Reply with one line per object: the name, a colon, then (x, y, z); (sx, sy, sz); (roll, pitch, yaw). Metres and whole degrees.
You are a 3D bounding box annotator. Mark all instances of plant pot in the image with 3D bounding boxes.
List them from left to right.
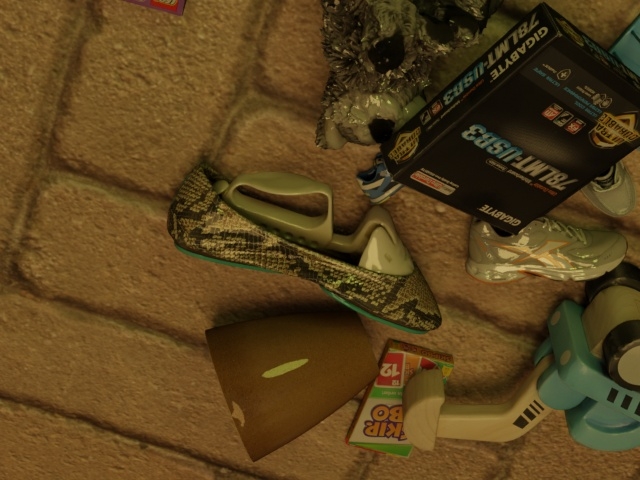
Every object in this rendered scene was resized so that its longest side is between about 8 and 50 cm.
plant pot: (-0.037, 0.220, 1.676); (0.254, 0.237, 0.237); (-20, 119, -3)

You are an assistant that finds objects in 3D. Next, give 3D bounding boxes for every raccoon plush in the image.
raccoon plush: (0.052, -0.342, 1.392); (0.216, 0.446, 0.299); (-13, 166, -28)

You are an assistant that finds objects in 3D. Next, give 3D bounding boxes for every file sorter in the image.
file sorter: (0.482, -0.234, 1.453); (0.118, 0.104, 0.170); (30, 116, -17)

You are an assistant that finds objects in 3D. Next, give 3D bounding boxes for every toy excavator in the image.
toy excavator: (0.415, 0.256, 1.682); (0.433, 0.222, 0.445); (26, 120, -13)

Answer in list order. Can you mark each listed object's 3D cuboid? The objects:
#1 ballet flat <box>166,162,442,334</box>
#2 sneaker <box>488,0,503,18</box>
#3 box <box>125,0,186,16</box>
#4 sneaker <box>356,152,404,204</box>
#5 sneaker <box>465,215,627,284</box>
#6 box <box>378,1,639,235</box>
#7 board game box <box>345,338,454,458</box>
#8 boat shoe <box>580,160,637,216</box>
ballet flat: (0.000, 0.000, 1.573); (0.483, 0.164, 0.182); (20, 114, -7)
sneaker: (0.214, -0.444, 1.345); (0.130, 0.109, 0.286); (6, 111, 5)
box: (-0.311, -0.424, 1.329); (0.293, 0.057, 0.201); (14, 149, -7)
sneaker: (0.119, -0.117, 1.557); (0.144, 0.053, 0.059); (-39, 111, 20)
sneaker: (0.366, -0.002, 1.600); (0.263, 0.099, 0.121); (-5, 116, 3)
box: (0.283, -0.148, 1.350); (0.296, 0.073, 0.293); (22, 128, -41)
board game box: (0.141, 0.303, 1.818); (0.124, 0.039, 0.259); (16, 122, -8)
boat shoe: (0.429, -0.113, 1.538); (0.079, 0.081, 0.227); (-30, 115, 17)
